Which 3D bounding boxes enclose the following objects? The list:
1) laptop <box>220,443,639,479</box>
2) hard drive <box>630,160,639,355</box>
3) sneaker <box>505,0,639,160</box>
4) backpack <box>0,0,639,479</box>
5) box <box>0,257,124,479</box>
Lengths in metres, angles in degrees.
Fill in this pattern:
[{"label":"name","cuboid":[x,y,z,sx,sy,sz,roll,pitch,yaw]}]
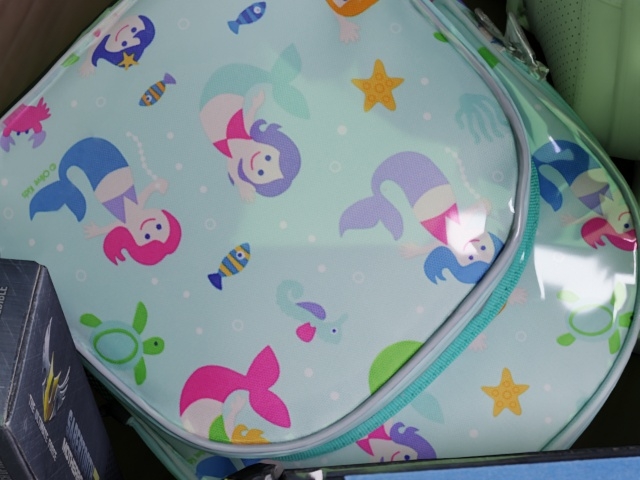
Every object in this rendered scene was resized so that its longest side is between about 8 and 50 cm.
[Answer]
[{"label":"laptop","cuboid":[0.049,0.269,0.296,0.236,0.408,0.382,0,100,40]},{"label":"hard drive","cuboid":[0.265,-0.085,0.562,0.210,0.040,0.318,11,75,4]},{"label":"sneaker","cuboid":[0.074,-0.161,0.552,0.169,0.108,0.292,0,59,3]},{"label":"backpack","cuboid":[0.000,0.000,0.472,0.225,0.191,0.253,-43,87,1]},{"label":"box","cuboid":[-0.171,0.082,0.419,0.183,0.232,0.059,3,57,2]}]
